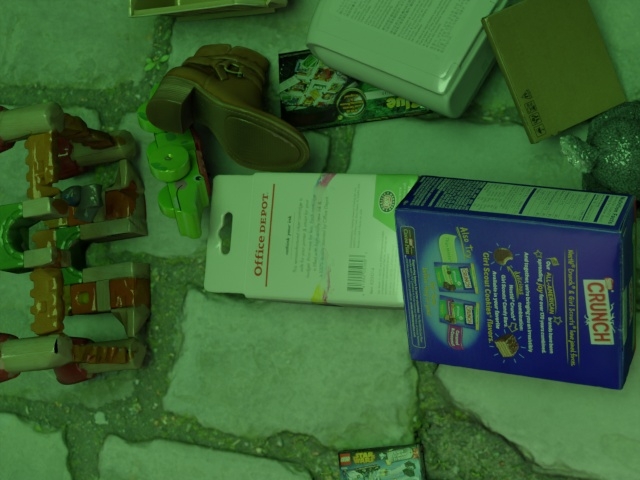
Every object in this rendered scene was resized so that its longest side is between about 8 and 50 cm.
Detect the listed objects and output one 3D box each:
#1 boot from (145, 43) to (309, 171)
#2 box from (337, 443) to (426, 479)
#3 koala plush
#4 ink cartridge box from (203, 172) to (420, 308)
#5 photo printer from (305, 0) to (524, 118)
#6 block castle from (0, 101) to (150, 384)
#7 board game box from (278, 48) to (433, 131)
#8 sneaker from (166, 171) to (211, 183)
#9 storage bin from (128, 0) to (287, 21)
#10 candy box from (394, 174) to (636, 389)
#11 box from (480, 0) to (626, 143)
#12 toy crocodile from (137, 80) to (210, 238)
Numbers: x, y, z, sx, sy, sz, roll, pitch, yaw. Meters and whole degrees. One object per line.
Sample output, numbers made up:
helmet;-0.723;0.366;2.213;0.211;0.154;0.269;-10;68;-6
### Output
boot;-0.123;-0.226;1.957;0.283;0.220;0.109;14;128;13
box;0.098;0.372;1.871;0.137;0.027;0.094;-9;83;22
koala plush;0.432;-0.114;1.677;0.196;0.221;0.203;-4;83;23
ink cartridge box;0.000;0.000;1.902;0.353;0.119;0.207;3;85;23
photo printer;0.140;-0.351;1.859;0.307;0.107;0.256;26;82;30
block castle;-0.457;0.011;1.996;0.213;0.303;0.453;-8;80;23
board game box;0.055;-0.259;1.957;0.259;0.030;0.136;-5;80;22
sneaker;-0.232;-0.122;2.061;0.098;0.038;0.069;24;92;14
storage bin;-0.188;-0.508;1.989;0.260;0.123;0.262;2;93;35
candy box;0.281;0.057;1.686;0.317;0.122;0.268;8;124;24
box;0.347;-0.266;1.762;0.164;0.021;0.201;-25;97;-12
toy crocodile;-0.233;-0.139;1.968;0.105;0.115;0.340;-13;44;-7
